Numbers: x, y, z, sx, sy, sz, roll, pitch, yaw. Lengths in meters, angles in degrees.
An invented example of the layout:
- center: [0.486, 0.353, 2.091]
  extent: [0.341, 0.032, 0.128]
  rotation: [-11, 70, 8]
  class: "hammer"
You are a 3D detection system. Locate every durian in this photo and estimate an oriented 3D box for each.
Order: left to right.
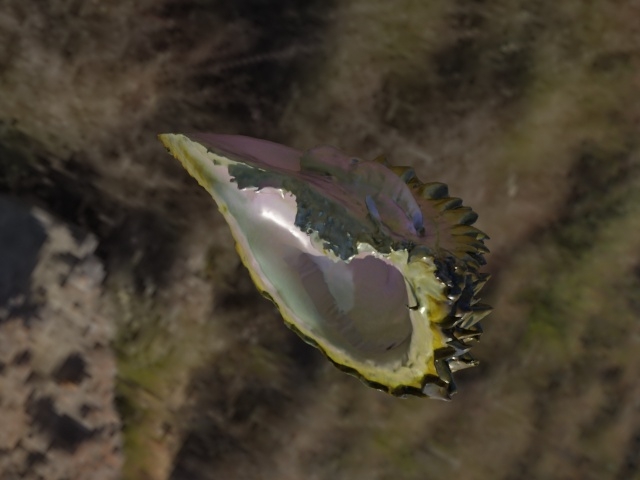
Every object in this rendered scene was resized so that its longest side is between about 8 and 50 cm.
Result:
- center: [0.008, -0.010, 0.909]
  extent: [0.078, 0.224, 0.140]
  rotation: [-40, 152, -23]
  class: "durian"
